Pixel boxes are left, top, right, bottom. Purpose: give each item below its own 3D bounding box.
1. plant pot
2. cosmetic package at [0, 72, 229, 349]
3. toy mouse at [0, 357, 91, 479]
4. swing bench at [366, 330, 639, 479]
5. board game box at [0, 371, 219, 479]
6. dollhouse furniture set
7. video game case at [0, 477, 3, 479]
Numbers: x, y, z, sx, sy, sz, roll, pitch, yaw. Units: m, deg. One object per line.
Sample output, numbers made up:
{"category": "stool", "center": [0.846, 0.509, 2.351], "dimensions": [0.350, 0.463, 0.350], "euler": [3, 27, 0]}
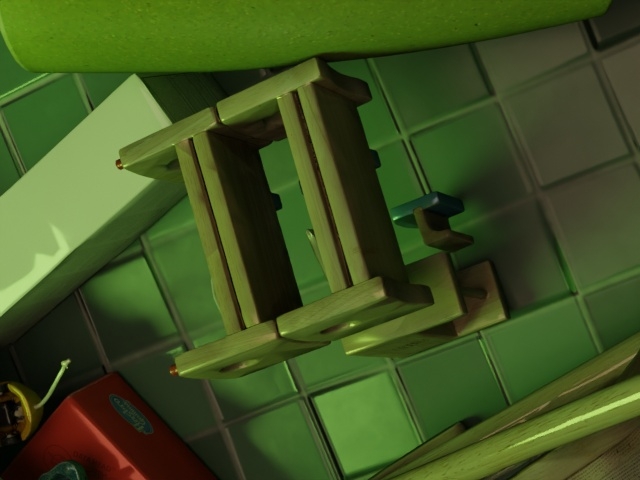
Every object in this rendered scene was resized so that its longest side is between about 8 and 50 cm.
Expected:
{"category": "plant pot", "center": [0.011, -0.204, 0.774], "dimensions": [0.293, 0.275, 0.275], "euler": [8, 102, 3]}
{"category": "cosmetic package", "center": [-0.158, -0.012, 0.935], "dimensions": [0.239, 0.099, 0.060], "euler": [-39, 82, 21]}
{"category": "toy mouse", "center": [-0.189, 0.160, 0.938], "dimensions": [0.161, 0.031, 0.143], "euler": [-20, 88, 24]}
{"category": "swing bench", "center": [0.154, 0.210, 0.824], "dimensions": [0.254, 0.165, 0.253], "euler": [-31, 88, 28]}
{"category": "board game box", "center": [-0.109, 0.282, 0.983], "dimensions": [0.316, 0.064, 0.242], "euler": [44, 111, 9]}
{"category": "dollhouse furniture set", "center": [0.000, 0.000, 0.842], "dimensions": [0.129, 0.183, 0.129], "euler": [-22, 75, 22]}
{"category": "video game case", "center": [-0.319, 0.207, 0.994], "dimensions": [0.300, 0.036, 0.329], "euler": [44, 125, 22]}
